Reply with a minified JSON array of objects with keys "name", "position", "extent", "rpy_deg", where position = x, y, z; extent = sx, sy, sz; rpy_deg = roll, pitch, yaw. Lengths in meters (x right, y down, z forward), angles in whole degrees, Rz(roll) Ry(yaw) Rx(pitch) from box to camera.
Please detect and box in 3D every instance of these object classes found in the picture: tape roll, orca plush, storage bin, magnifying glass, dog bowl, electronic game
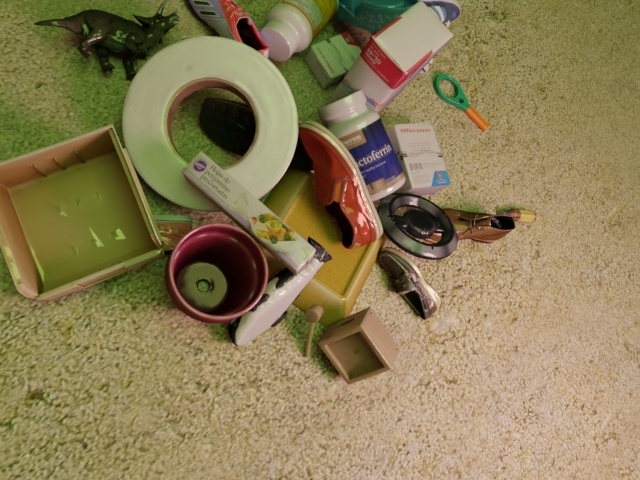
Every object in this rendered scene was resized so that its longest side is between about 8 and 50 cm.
[{"name":"tape roll","position":[-0.244,-0.258,1.213],"extent":[0.392,0.072,0.392],"rpy_deg":[0,91,-7]},{"name":"orca plush","position":[-0.113,0.099,1.200],"extent":[0.102,0.287,0.151],"rpy_deg":[44,13,26]},{"name":"storage bin","position":[-0.476,-0.048,1.052],"extent":[0.262,0.123,0.260],"rpy_deg":[-22,83,-11]},{"name":"magnifying glass","position":[0.452,-0.439,1.717],"extent":[0.231,0.026,0.092],"rpy_deg":[43,61,-5]},{"name":"dog bowl","position":[0.140,-0.662,1.525],"extent":[0.166,0.074,0.297],"rpy_deg":[-26,47,-28]},{"name":"electronic game","position":[0.254,-0.041,1.404],"extent":[0.229,0.048,0.229],"rpy_deg":[14,45,-14]}]

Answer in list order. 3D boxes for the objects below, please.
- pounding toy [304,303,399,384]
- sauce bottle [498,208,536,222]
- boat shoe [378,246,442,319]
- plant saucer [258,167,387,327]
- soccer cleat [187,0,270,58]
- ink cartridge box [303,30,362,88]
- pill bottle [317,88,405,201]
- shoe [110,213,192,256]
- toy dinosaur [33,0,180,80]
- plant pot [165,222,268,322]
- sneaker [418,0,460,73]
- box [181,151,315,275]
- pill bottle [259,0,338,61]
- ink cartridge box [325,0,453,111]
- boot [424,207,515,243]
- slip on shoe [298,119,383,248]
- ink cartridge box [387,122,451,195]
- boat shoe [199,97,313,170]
[{"name":"pounding toy","position":[0.049,0.221,1.254],"extent":[0.206,0.181,0.094],"rpy_deg":[55,32,-9]},{"name":"sauce bottle","position":[0.608,-0.079,1.662],"extent":[0.128,0.042,0.042],"rpy_deg":[6,71,-23]},{"name":"boat shoe","position":[0.226,0.114,1.396],"extent":[0.223,0.080,0.073],"rpy_deg":[48,59,-12]},{"name":"plant saucer","position":[0.000,0.000,1.328],"extent":[0.333,0.081,0.333],"rpy_deg":[35,62,-11]},{"name":"soccer cleat","position":[-0.235,-0.574,1.380],"extent":[0.109,0.116,0.318],"rpy_deg":[-34,90,-30]},{"name":"ink cartridge box","position":[0.043,-0.512,1.522],"extent":[0.150,0.063,0.109],"rpy_deg":[-33,89,-29]},{"name":"pill bottle","position":[0.101,-0.240,1.375],"extent":[0.153,0.153,0.264],"rpy_deg":[-35,107,-30]},{"name":"shoe","position":[-0.364,-0.009,1.167],"extent":[0.178,0.063,0.081],"rpy_deg":[-2,72,-29]},{"name":"toy dinosaur","position":[-0.486,-0.474,1.250],"extent":[0.314,0.121,0.160],"rpy_deg":[-4,63,-22]},{"name":"plant pot","position":[-0.233,0.082,1.132],"extent":[0.201,0.180,0.201],"rpy_deg":[8,70,-23]},{"name":"sneaker","position":[0.325,-0.635,1.678],"extent":[0.323,0.130,0.236],"rpy_deg":[-10,94,-38]},{"name":"box","position":[-0.149,-0.055,1.126],"extent":[0.324,0.067,0.063],"rpy_deg":[40,77,7]},{"name":"pill bottle","position":[-0.063,-0.601,1.459],"extent":[0.136,0.136,0.245],"rpy_deg":[38,62,-10]},{"name":"ink cartridge box","position":[0.171,-0.447,1.422],"extent":[0.131,0.306,0.226],"rpy_deg":[46,61,-3]},{"name":"boot","position":[0.413,-0.049,1.519],"extent":[0.305,0.115,0.112],"rpy_deg":[1,78,-23]},{"name":"slip on shoe","position":[0.034,-0.124,1.248],"extent":[0.101,0.123,0.331],"rpy_deg":[-34,108,-20]},{"name":"ink cartridge box","position":[0.270,-0.228,1.527],"extent":[0.140,0.082,0.190],"rpy_deg":[-8,76,-27]},{"name":"boat shoe","position":[-0.137,-0.270,1.341],"extent":[0.324,0.122,0.120],"rpy_deg":[21,32,-7]}]
